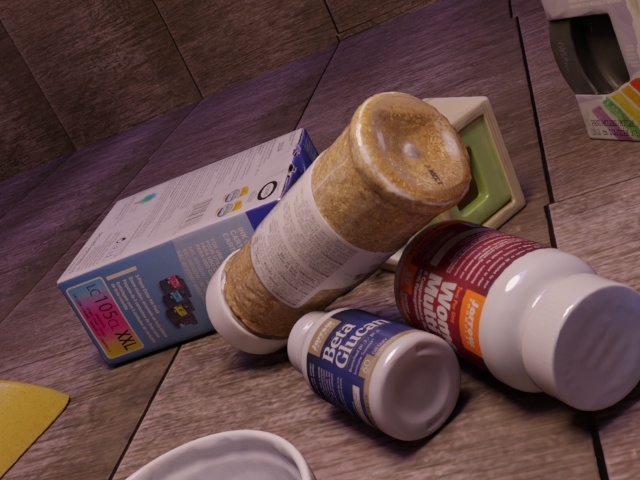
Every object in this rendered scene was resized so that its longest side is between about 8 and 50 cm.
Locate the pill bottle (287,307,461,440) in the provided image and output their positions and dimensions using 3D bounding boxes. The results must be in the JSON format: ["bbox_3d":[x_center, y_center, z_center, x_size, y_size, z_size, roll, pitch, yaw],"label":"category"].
[{"bbox_3d":[0.040,0.114,0.739,0.094,0.094,0.169,-36,24,-23],"label":"pill bottle"}]

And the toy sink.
[{"bbox_3d":[0.108,-0.049,0.950,0.234,0.152,0.131,-35,24,-23],"label":"toy sink"}]

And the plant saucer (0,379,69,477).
[{"bbox_3d":[-0.537,0.286,1.008,0.333,0.081,0.332,-10,26,34],"label":"plant saucer"}]

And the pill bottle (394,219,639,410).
[{"bbox_3d":[0.166,0.058,0.691,0.121,0.121,0.221,-32,23,-15],"label":"pill bottle"}]

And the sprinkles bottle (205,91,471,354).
[{"bbox_3d":[0.000,0.000,0.805,0.121,0.121,0.355,-46,1,-40],"label":"sprinkles bottle"}]

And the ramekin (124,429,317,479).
[{"bbox_3d":[-0.078,0.244,0.563,0.207,0.109,0.207,-23,22,10],"label":"ramekin"}]

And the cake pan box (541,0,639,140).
[{"bbox_3d":[0.386,-0.232,0.927,0.070,0.245,0.267,-34,24,-19],"label":"cake pan box"}]

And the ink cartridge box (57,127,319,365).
[{"bbox_3d":[-0.125,-0.009,1.115,0.396,0.151,0.270,-21,23,16],"label":"ink cartridge box"}]
